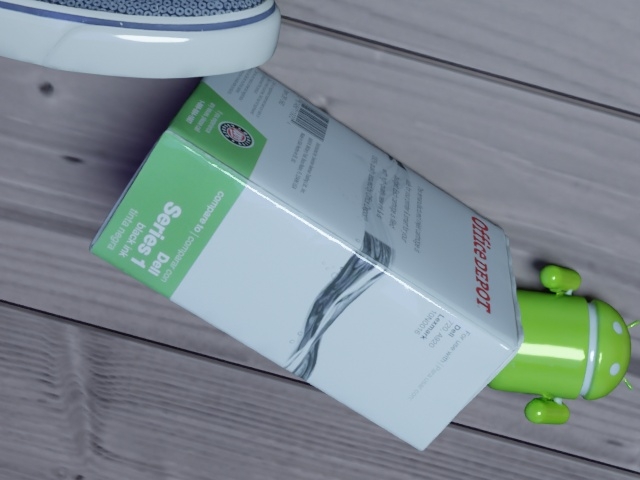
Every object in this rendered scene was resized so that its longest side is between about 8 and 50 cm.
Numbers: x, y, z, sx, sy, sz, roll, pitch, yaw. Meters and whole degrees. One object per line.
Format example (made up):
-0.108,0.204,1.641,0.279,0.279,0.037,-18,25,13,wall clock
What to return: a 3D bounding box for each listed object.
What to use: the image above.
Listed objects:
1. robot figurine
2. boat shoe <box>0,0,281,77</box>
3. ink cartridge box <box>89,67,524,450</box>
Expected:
0.147,0.067,0.690,0.115,0.067,0.101,7,85,4,robot figurine
-0.180,-0.198,0.571,0.340,0.127,0.158,12,120,0,boat shoe
0.000,0.000,0.624,0.219,0.160,0.093,33,114,-8,ink cartridge box
